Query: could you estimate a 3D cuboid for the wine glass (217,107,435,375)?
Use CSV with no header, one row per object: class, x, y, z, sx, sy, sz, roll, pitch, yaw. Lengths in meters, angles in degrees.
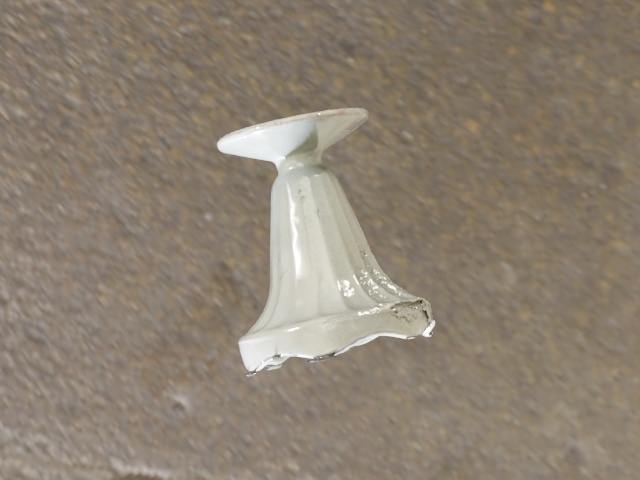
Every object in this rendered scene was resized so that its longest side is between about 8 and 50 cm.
wine glass,0.000,0.000,1.417,0.165,0.165,0.196,-9,87,-23
